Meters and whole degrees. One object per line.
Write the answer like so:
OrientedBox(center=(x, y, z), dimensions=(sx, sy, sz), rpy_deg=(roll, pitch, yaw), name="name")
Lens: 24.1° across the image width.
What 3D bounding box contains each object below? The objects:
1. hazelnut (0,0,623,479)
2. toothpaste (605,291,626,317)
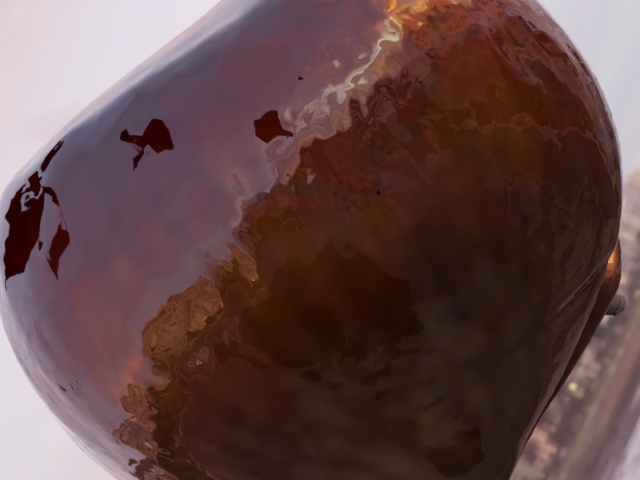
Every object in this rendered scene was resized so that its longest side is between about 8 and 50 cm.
OrientedBox(center=(0.000, 0.000, 0.960), dimensions=(0.409, 0.359, 0.359), rpy_deg=(-31, 3, 24), name="hazelnut")
OrientedBox(center=(0.177, 0.058, 1.377), dimensions=(0.248, 0.047, 0.078), rpy_deg=(0, -46, -28), name="toothpaste")
